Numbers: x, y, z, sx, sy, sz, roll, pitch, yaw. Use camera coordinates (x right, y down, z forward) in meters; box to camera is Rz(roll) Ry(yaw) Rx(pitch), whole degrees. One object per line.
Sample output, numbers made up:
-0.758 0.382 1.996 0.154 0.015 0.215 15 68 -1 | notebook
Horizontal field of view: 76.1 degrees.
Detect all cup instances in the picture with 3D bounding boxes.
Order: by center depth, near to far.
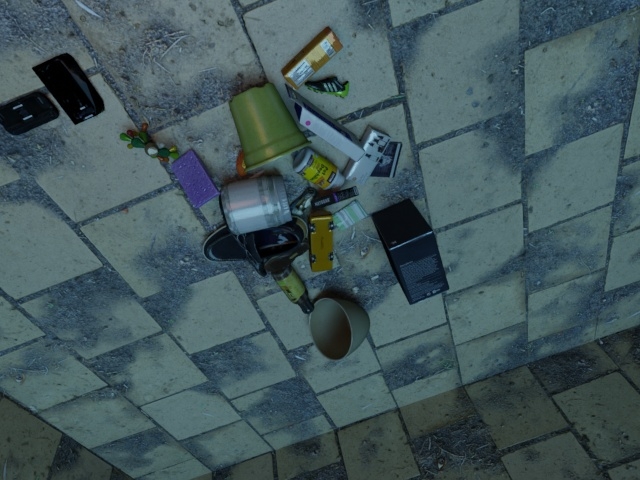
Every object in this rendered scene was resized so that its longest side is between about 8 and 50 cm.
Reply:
0.132 0.458 2.213 0.237 0.331 0.331 -5 131 -41 | cup

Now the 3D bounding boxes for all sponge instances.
-0.502 -0.245 1.637 0.117 0.031 0.210 -33 85 12 | sponge

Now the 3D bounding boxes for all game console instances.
-0.974 -0.488 1.436 0.361 0.044 0.213 -21 125 4 | game console

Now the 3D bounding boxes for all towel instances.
0.137 -0.115 1.948 0.152 0.023 0.113 -32 125 12 | towel

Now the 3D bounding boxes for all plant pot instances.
-0.204 -0.424 1.505 0.276 0.276 0.254 -21 104 4 | plant pot

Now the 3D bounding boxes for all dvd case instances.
0.237 -0.358 1.796 0.221 0.018 0.164 1 124 -11 | dvd case

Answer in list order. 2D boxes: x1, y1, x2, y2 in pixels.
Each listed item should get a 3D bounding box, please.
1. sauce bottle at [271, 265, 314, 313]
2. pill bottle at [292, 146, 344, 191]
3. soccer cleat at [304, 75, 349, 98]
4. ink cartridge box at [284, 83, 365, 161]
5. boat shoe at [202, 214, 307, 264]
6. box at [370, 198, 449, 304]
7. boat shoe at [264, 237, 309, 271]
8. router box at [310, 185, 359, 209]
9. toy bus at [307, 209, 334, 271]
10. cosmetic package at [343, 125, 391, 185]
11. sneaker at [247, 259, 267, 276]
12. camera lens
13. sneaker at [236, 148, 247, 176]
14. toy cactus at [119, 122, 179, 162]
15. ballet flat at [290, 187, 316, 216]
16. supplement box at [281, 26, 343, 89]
-0.131 0.253 2.105 0.111 0.111 0.344 -26 125 8 | sauce bottle
-0.004 -0.293 1.731 0.215 0.117 0.117 28 116 -28 | pill bottle
0.026 -0.595 1.560 0.179 0.060 0.072 3 115 -22 | soccer cleat
0.006 -0.452 1.580 0.371 0.176 0.069 31 115 -29 | ink cartridge box
-0.304 0.008 1.840 0.500 0.156 0.187 -11 119 8 | boat shoe
0.431 0.056 1.965 0.212 0.293 0.395 -24 127 5 | box
-0.163 0.057 1.967 0.257 0.095 0.095 -31 134 16 | boat shoe
0.059 -0.183 1.769 0.133 0.179 0.046 -21 95 -34 | router box
0.000 0.000 1.936 0.108 0.130 0.332 -6 126 -6 | toy bus
0.196 -0.357 1.739 0.099 0.060 0.239 18 119 -20 | cosmetic package
-0.294 0.098 1.993 0.089 0.051 0.170 -33 115 14 | sneaker
-0.272 -0.152 1.714 0.274 0.219 0.219 -13 127 -3 | camera lens
-0.307 -0.336 1.669 0.064 0.067 0.175 9 125 -20 | sneaker
-0.628 -0.354 1.530 0.219 0.180 0.112 30 95 -34 | toy cactus
-0.085 -0.157 1.846 0.070 0.070 0.188 27 117 -27 | ballet flat
-0.033 -0.659 1.484 0.233 0.078 0.080 -36 128 15 | supplement box
